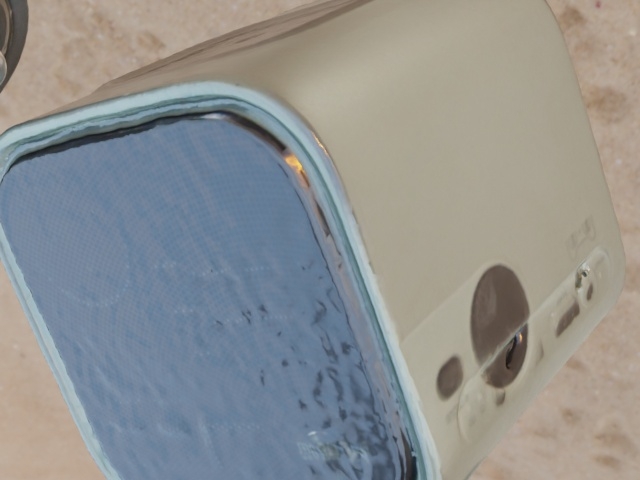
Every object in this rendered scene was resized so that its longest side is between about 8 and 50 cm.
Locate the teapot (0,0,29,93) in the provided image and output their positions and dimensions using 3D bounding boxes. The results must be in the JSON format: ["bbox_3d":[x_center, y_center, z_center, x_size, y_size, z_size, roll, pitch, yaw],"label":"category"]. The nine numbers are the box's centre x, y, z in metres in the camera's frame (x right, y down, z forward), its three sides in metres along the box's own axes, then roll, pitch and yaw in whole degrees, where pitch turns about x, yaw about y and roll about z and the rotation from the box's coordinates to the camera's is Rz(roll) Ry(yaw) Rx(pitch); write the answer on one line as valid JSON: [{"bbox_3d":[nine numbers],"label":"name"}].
[{"bbox_3d":[-0.214,-0.110,0.547,0.149,0.162,0.239,31,146,18],"label":"teapot"}]

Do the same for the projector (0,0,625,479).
[{"bbox_3d":[0.000,0.000,0.613,0.248,0.249,0.248,-7,109,39],"label":"projector"}]
